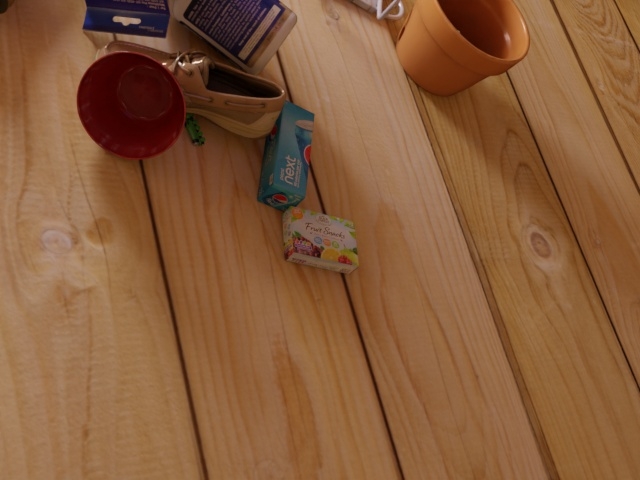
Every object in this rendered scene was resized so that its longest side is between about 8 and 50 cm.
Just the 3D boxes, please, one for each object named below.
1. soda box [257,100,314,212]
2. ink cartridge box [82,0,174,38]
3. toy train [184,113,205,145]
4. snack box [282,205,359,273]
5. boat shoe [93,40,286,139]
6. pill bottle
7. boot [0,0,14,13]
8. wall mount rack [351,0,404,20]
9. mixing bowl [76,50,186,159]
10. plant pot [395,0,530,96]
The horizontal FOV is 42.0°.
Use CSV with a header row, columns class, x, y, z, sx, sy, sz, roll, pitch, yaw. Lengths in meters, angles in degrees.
class,x,y,z,sx,sy,sz,roll,pitch,yaw
soda box,-0.064,-0.160,1.579,0.071,0.067,0.210,22,53,-23
ink cartridge box,-0.328,-0.533,1.500,0.165,0.065,0.333,6,77,6
toy train,-0.234,-0.208,1.521,0.023,0.017,0.083,-16,72,-30
snack box,0.000,0.000,1.544,0.141,0.037,0.100,13,55,-29
boat shoe,-0.229,-0.293,1.493,0.341,0.110,0.122,17,49,-16
pill bottle,-0.189,-0.453,1.612,0.264,0.153,0.153,36,48,-12
boot,-0.581,-0.524,1.431,0.236,0.089,0.269,31,46,-20
wall mount rack,0.089,-0.688,1.977,0.350,0.130,0.304,23,52,-24
mixing bowl,-0.306,-0.237,1.403,0.181,0.181,0.098,36,22,-12
plant pot,0.313,-0.475,1.953,0.291,0.203,0.291,18,53,-26
